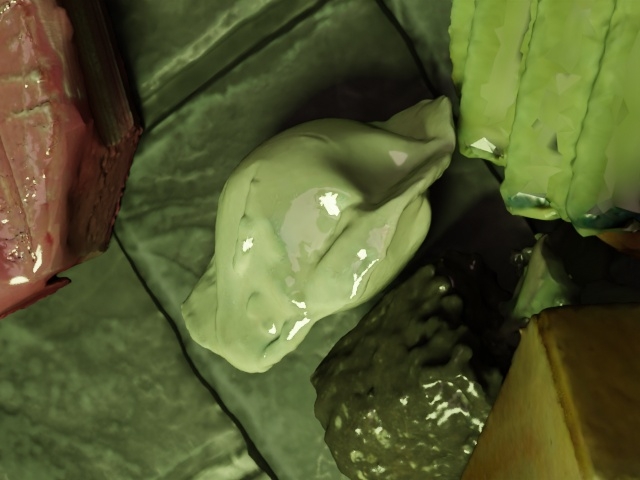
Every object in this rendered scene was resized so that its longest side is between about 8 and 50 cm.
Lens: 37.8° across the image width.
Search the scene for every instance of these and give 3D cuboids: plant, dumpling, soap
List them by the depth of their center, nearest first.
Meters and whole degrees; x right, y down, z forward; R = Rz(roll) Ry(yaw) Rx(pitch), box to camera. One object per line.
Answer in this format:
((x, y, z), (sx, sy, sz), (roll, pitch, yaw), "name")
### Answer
((0.100, 0.073, 0.550), (0.131, 0.142, 0.203), (37, 125, -23), "plant")
((0.000, 0.000, 0.578), (0.124, 0.151, 0.229), (38, 109, -26), "dumpling")
((-0.244, -0.102, 0.645), (0.220, 0.127, 0.325), (-16, 89, 16), "soap")

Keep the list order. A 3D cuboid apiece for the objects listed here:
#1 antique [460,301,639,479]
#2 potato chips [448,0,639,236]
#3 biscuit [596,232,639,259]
((0.121, 0.155, 0.475), (0.093, 0.310, 0.087), (-1, 49, -8), "antique")
((0.225, -0.200, 0.474), (0.358, 0.070, 0.429), (14, 85, 43), "potato chips")
((0.275, -0.090, 0.465), (0.277, 0.052, 0.262), (18, 79, 53), "biscuit")
